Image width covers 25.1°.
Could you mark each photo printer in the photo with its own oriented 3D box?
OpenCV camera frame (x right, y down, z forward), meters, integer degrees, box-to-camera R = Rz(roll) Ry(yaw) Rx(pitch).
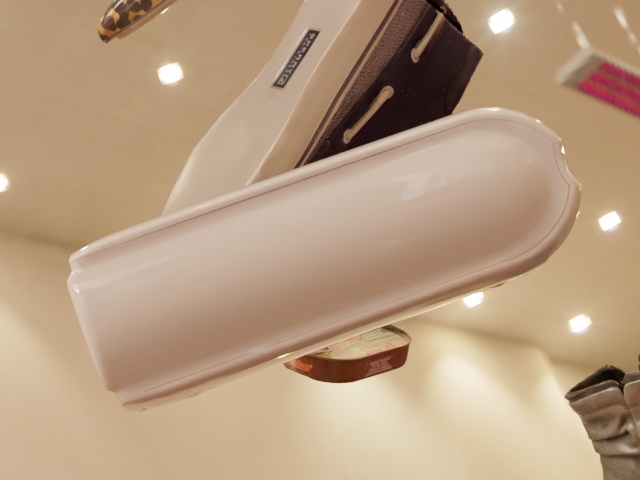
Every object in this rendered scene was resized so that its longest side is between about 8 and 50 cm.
[{"bbox_3d":[0.007,0.010,0.899,0.307,0.107,0.256,-20,-3,-5],"label":"photo printer"}]

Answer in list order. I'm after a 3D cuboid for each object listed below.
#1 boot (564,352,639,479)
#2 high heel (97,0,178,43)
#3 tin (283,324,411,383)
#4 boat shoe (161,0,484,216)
[{"bbox_3d":[0.316,0.162,1.134,0.246,0.161,0.083,-14,8,36],"label":"boot"},{"bbox_3d":[-0.159,-0.324,1.330,0.261,0.186,0.093,-46,12,-7],"label":"high heel"},{"bbox_3d":[0.033,0.132,1.738,0.190,0.106,0.040,-9,-71,-51],"label":"tin"},{"bbox_3d":[0.009,-0.085,1.256,0.158,0.127,0.340,36,-90,-33],"label":"boat shoe"}]
